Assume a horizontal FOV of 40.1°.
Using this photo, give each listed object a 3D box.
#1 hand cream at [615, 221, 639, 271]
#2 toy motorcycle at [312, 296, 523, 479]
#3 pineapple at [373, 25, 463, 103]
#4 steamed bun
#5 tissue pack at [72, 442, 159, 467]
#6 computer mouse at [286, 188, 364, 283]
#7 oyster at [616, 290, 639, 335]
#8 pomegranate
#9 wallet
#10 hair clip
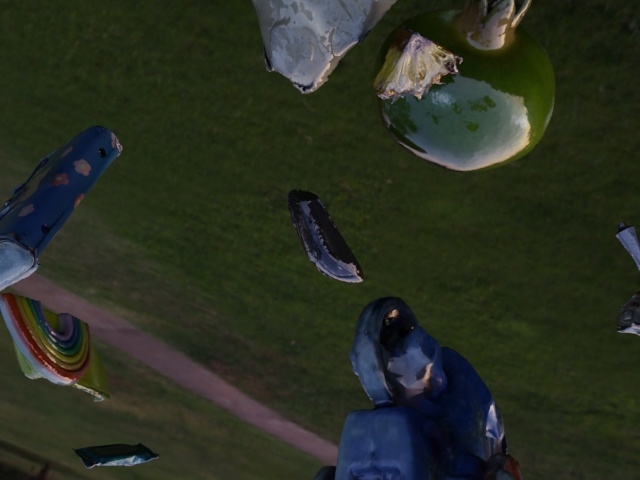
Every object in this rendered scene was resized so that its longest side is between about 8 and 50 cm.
[{"bbox_3d":[0.296,0.025,0.797,0.019,0.093,0.030,-30,171,15],"label":"hand cream"},{"bbox_3d":[0.083,0.228,0.779,0.182,0.319,0.241,0,157,8],"label":"toy motorcycle"},{"bbox_3d":[0.137,-0.264,1.297,0.069,0.137,0.116,40,158,51],"label":"pineapple"},{"bbox_3d":[0.018,-0.449,1.418,0.237,0.394,0.346,41,169,-9],"label":"steamed bun"},{"bbox_3d":[-0.366,0.385,1.566,0.138,0.028,0.085,8,-177,-37],"label":"tissue pack"},{"bbox_3d":[0.000,0.000,1.649,0.217,0.073,0.122,59,170,-9],"label":"computer mouse"},{"bbox_3d":[0.368,0.056,0.864,0.165,0.108,0.053,-31,83,32],"label":"oyster"},{"bbox_3d":[0.245,-0.256,1.434,0.309,0.216,0.359,13,140,-4],"label":"pomegranate"},{"bbox_3d":[-0.318,-0.035,0.988,0.141,0.202,0.059,-25,120,40],"label":"wallet"},{"bbox_3d":[-0.191,0.092,0.674,0.033,0.060,0.188,-18,157,0],"label":"hair clip"}]
